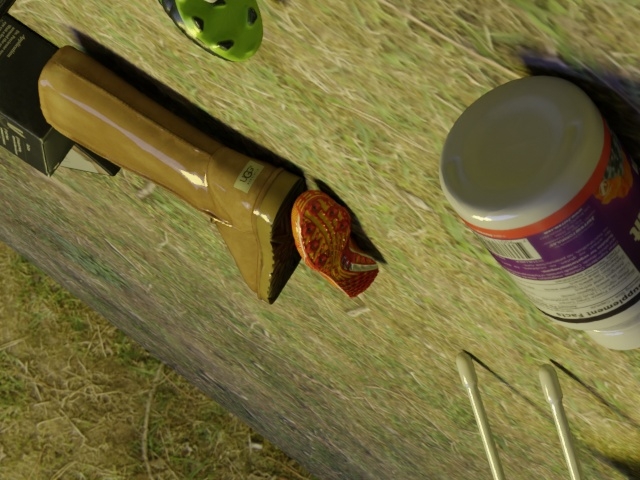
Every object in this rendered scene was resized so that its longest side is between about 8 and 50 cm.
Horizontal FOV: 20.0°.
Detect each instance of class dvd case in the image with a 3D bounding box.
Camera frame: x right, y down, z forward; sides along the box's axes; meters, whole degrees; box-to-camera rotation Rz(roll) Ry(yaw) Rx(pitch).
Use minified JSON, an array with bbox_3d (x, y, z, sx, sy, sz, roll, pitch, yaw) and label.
[{"bbox_3d":[-0.366,-0.164,2.166,0.253,0.022,0.180,41,166,-27],"label":"dvd case"}]

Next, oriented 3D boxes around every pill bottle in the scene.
[{"bbox_3d":[0.164,-0.009,1.160,0.108,0.108,0.193,23,163,43],"label":"pill bottle"}]

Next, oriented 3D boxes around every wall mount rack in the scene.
[{"bbox_3d":[0.271,0.251,1.863,0.304,0.130,0.350,34,168,-16],"label":"wall mount rack"}]

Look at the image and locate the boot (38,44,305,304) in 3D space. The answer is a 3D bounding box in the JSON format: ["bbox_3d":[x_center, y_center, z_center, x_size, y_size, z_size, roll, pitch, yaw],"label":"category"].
[{"bbox_3d":[-0.139,-0.066,1.795,0.269,0.089,0.236,29,154,14],"label":"boot"}]

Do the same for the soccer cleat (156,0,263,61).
[{"bbox_3d":[-0.109,-0.199,1.290,0.179,0.060,0.072,45,175,-18],"label":"soccer cleat"}]

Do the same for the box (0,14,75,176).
[{"bbox_3d":[-0.325,-0.161,1.897,0.158,0.093,0.156,35,167,2],"label":"box"}]

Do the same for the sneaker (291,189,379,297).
[{"bbox_3d":[0.000,0.000,1.742,0.067,0.064,0.175,39,169,30],"label":"sneaker"}]

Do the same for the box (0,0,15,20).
[{"bbox_3d":[-0.298,-0.231,1.328,0.184,0.191,0.045,36,167,-11],"label":"box"}]

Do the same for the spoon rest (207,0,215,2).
[{"bbox_3d":[-0.055,-0.242,0.951,0.137,0.084,0.276,38,156,16],"label":"spoon rest"}]
